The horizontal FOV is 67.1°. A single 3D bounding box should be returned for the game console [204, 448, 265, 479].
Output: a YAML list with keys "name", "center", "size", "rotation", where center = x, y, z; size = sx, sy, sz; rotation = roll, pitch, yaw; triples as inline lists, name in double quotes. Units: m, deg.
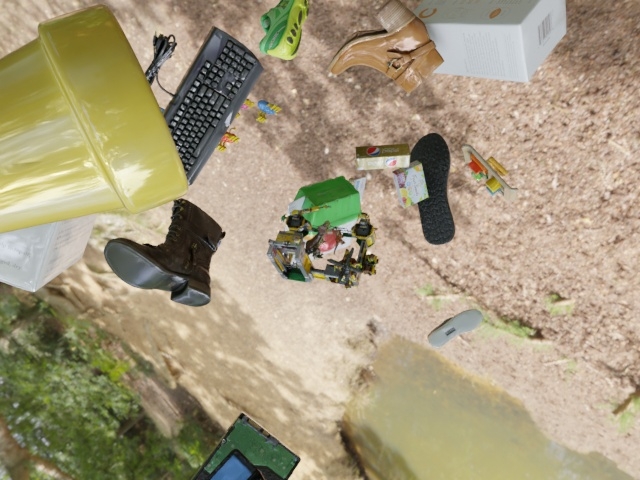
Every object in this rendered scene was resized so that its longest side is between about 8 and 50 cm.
- name: "game console"
  center: [-0.210, 0.604, 1.154]
  size: [0.085, 0.144, 0.124]
  rotation: [50, 168, -28]

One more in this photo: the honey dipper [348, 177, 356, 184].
- name: "honey dipper"
  center: [0.177, -0.273, 2.317]
  size: [0.030, 0.030, 0.160]
  rotation: [65, 171, -25]

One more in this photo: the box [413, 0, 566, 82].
- name: "box"
  center: [0.440, -0.576, 1.304]
  size: [0.345, 0.215, 0.168]
  rotation: [26, 159, 42]

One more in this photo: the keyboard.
- name: "keyboard"
  center: [-0.270, -0.270, 0.945]
  size: [0.201, 0.317, 0.033]
  rotation: [29, -161, -23]

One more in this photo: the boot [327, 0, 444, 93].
- name: "boot"
  center: [0.174, -0.491, 1.324]
  size: [0.283, 0.109, 0.220]
  rotation: [-34, 112, 33]

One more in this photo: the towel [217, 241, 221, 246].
- name: "towel"
  center: [-0.377, -0.026, 1.568]
  size: [0.119, 0.029, 0.067]
  rotation: [18, 124, 7]

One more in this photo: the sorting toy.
- name: "sorting toy"
  center: [0.482, -0.184, 1.401]
  size: [0.196, 0.047, 0.347]
  rotation: [49, -169, 18]

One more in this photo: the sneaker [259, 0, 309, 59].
- name: "sneaker"
  center: [-0.104, -0.632, 1.347]
  size: [0.123, 0.295, 0.109]
  rotation: [6, 151, 11]

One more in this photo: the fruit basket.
- name: "fruit basket"
  center: [0.001, -0.059, 1.746]
  size: [0.165, 0.327, 0.353]
  rotation: [54, 150, 28]

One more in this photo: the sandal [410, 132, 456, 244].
- name: "sandal"
  center: [0.449, -0.203, 1.940]
  size: [0.167, 0.107, 0.446]
  rotation: [-4, 92, 19]

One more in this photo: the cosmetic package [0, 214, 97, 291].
- name: "cosmetic package"
  center: [-0.792, -0.138, 1.290]
  size: [0.327, 0.394, 0.329]
  rotation: [23, -171, -10]

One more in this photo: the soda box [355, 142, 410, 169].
- name: "soda box"
  center: [0.209, -0.283, 1.631]
  size: [0.181, 0.061, 0.058]
  rotation: [-3, 142, 3]

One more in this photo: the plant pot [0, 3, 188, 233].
- name: "plant pot"
  center: [-0.327, -0.130, 0.600]
  size: [0.254, 0.239, 0.254]
  rotation: [55, 161, 30]

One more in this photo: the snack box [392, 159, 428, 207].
- name: "snack box"
  center: [0.315, -0.196, 1.687]
  size: [0.037, 0.100, 0.141]
  rotation: [55, 169, 55]

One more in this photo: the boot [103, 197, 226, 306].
- name: "boot"
  center: [-0.313, 0.000, 1.013]
  size: [0.091, 0.229, 0.263]
  rotation: [-25, 137, 26]

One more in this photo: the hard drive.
- name: "hard drive"
  center: [-0.251, 0.724, 1.443]
  size: [0.237, 0.339, 0.064]
  rotation: [38, 166, -2]

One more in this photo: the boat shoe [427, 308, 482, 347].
- name: "boat shoe"
  center: [0.493, 0.315, 1.788]
  size: [0.078, 0.219, 0.070]
  rotation: [59, -176, -6]

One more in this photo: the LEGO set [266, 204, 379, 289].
- name: "LEGO set"
  center: [0.000, 0.000, 1.386]
  size: [0.331, 0.255, 0.192]
  rotation: [15, 156, 21]

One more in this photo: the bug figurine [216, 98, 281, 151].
- name: "bug figurine"
  center: [-0.282, -0.417, 1.643]
  size: [0.279, 0.216, 0.072]
  rotation: [-29, 73, 21]

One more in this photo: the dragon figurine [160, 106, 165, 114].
- name: "dragon figurine"
  center: [-0.582, -0.418, 1.681]
  size: [0.289, 0.144, 0.085]
  rotation: [16, 157, -19]
